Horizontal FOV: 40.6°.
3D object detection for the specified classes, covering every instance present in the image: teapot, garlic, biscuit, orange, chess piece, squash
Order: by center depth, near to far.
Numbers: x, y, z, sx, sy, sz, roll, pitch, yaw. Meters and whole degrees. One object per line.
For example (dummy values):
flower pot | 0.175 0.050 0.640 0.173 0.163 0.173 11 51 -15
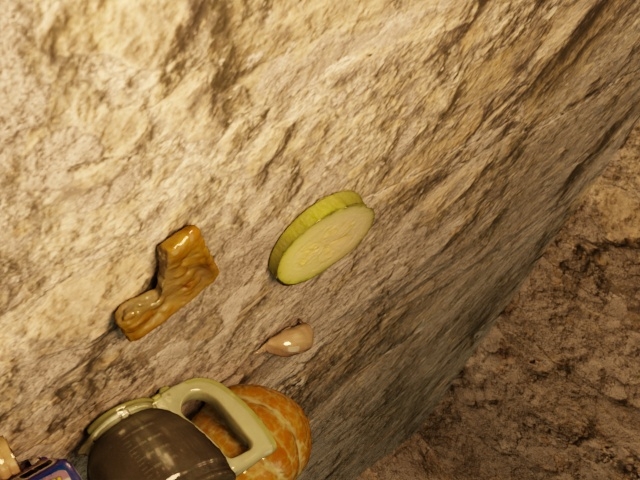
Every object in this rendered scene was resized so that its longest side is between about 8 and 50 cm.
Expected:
biscuit | -0.235 0.067 1.281 0.183 0.039 0.174 -40 159 -10
chess piece | -0.516 0.348 1.289 0.122 0.066 0.066 -27 154 -25
teapot | -0.270 0.373 1.522 0.322 0.239 0.239 -36 158 -5
squash | -0.003 -0.004 1.558 0.219 0.041 0.219 -31 156 -16
orange | -0.171 0.448 1.782 0.329 0.249 0.329 -48 169 -13
garlic | -0.061 0.216 1.816 0.084 0.066 0.152 -51 159 24

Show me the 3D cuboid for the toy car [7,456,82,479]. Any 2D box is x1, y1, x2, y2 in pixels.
toy car | -0.464 0.434 1.320 0.235 0.172 0.158 -22 174 -46
